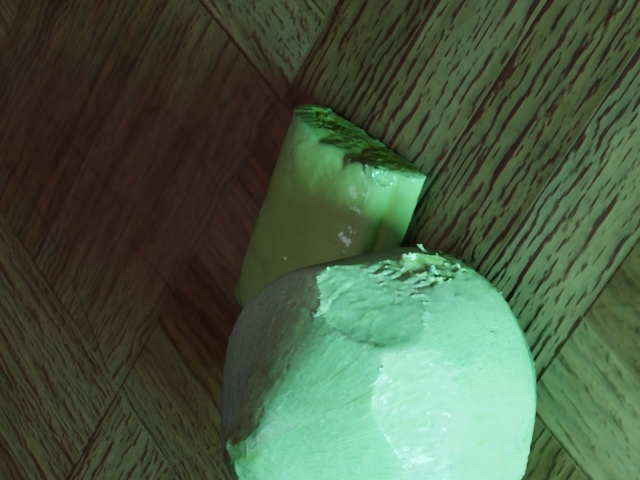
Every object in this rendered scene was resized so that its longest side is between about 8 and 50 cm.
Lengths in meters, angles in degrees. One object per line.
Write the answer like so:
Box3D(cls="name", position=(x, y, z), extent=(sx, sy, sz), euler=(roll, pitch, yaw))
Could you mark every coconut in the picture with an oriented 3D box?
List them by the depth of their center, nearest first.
Box3D(cls="coconut", position=(0.031, 0.116, 1.375), extent=(0.224, 0.234, 0.224), euler=(3, 94, 41))

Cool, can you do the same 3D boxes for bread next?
Box3D(cls="bread", position=(0.000, 0.000, 1.523), extent=(0.139, 0.060, 0.178), euler=(35, 117, 39))
